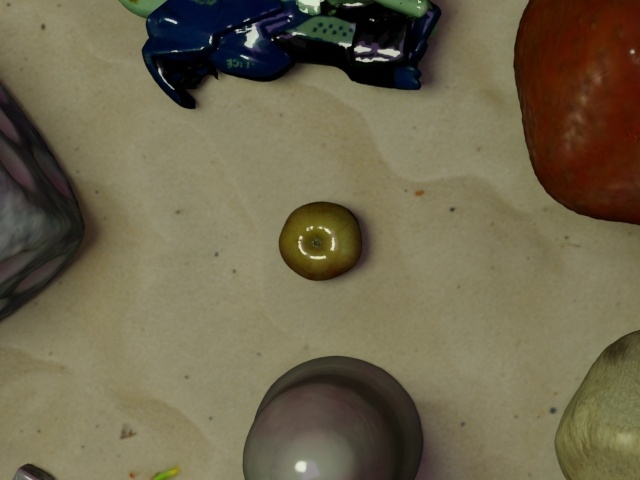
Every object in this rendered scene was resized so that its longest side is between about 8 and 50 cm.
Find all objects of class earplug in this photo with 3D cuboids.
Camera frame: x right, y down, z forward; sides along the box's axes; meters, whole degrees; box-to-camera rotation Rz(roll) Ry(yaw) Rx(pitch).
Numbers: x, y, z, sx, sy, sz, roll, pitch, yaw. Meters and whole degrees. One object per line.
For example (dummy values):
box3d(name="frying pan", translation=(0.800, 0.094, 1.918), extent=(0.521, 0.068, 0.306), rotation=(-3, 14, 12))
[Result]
box3d(name="earplug", translation=(0.000, 0.191, 1.260), extent=(0.172, 0.301, 0.172), rotation=(0, 86, 6))

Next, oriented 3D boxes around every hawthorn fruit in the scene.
box3d(name="hawthorn fruit", translation=(0.316, -0.148, 1.248), extent=(0.295, 0.311, 0.295), rotation=(-2, 97, -20))

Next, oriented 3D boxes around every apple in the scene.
box3d(name="apple", translation=(0.000, 0.000, 1.385), extent=(0.084, 0.071, 0.084), rotation=(0, 86, 8))

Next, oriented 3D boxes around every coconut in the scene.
box3d(name="coconut", translation=(0.326, 0.171, 1.284), extent=(0.224, 0.224, 0.224), rotation=(0, 87, 6))

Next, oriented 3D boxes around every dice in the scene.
box3d(name="dice", translation=(-0.407, -0.036, 1.330), extent=(0.270, 0.270, 0.271), rotation=(-36, 84, 4))

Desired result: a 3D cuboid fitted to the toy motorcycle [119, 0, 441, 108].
box3d(name="toy motorcycle", translation=(-0.050, -0.217, 1.383), extent=(0.331, 0.125, 0.196), rotation=(9, 90, 10))

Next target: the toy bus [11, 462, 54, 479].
box3d(name="toy bus", translation=(-0.314, 0.288, 1.413), extent=(0.037, 0.052, 0.131), rotation=(29, 90, 4))
